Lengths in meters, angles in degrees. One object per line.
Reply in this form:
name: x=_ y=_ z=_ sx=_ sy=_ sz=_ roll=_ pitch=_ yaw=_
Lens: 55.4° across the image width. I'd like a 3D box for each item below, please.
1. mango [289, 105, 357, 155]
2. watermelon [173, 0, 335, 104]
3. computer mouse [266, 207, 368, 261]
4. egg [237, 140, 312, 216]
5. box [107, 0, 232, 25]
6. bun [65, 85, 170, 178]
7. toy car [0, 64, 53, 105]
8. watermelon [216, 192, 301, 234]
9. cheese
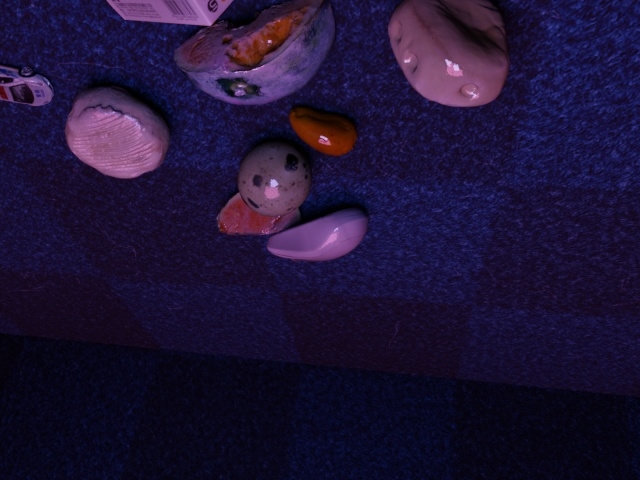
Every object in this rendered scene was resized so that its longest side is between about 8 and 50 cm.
mango: x=0.003 y=-0.239 z=1.354 sx=0.159 sy=0.105 sz=0.084 roll=15 pitch=129 yaw=0
watermelon: x=-0.114 y=-0.325 z=1.183 sx=0.321 sy=0.175 sz=0.188 roll=-8 pitch=143 yaw=27
computer mouse: x=0.000 y=0.000 z=1.661 sx=0.296 sy=0.121 sz=0.184 roll=-21 pitch=180 yaw=28
egg: x=-0.116 y=-0.142 z=1.470 sx=0.176 sy=0.177 sz=0.228 roll=22 pitch=157 yaw=-18
box: x=-0.295 y=-0.469 z=1.000 sx=0.273 sy=0.091 sz=0.221 roll=19 pitch=157 yaw=36
bun: x=-0.467 y=-0.255 z=1.421 sx=0.238 sy=0.142 sz=0.239 roll=3 pitch=144 yaw=2
toy car: x=-0.723 y=-0.360 z=1.406 sx=0.204 sy=0.056 sz=0.095 roll=12 pitch=146 yaw=-2
watermelon: x=-0.157 y=-0.077 z=1.669 sx=0.230 sy=0.129 sz=0.146 roll=1 pitch=179 yaw=26
cheese: x=0.232 y=-0.341 z=1.049 sx=0.235 sy=0.218 sz=0.117 roll=44 pitch=147 yaw=6
